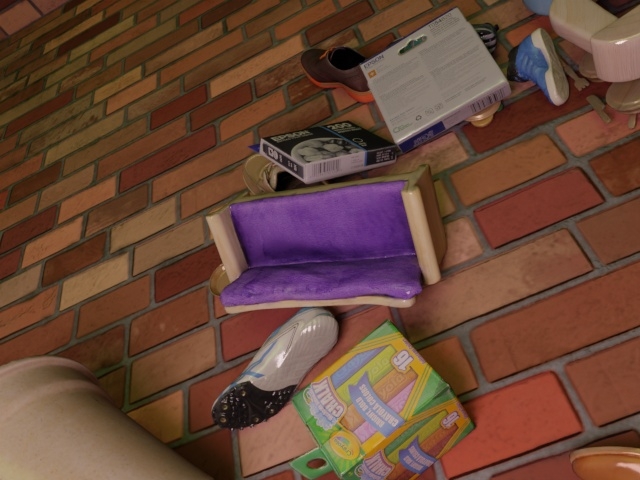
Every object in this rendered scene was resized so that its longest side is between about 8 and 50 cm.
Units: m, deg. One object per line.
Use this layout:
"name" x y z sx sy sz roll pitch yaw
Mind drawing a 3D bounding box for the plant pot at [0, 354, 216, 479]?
"plant pot" -0.301 0.354 0.768 0.305 0.334 0.334 15 62 26

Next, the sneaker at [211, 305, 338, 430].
"sneaker" -0.069 0.192 0.914 0.237 0.085 0.086 -43 19 -5

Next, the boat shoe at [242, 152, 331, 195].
"boat shoe" -0.063 -0.114 1.142 0.109 0.098 0.302 -45 45 -10

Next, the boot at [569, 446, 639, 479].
"boot" 0.338 0.293 0.588 0.197 0.073 0.152 2 60 35

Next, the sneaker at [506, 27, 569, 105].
"sneaker" 0.378 -0.290 1.063 0.084 0.058 0.152 -31 62 45

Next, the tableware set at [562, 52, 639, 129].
"tableware set" 0.494 -0.264 0.983 0.128 0.039 0.194 -31 37 21

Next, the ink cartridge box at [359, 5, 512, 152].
"ink cartridge box" 0.207 -0.302 1.125 0.223 0.045 0.224 -27 57 15

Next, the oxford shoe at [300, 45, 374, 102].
"oxford shoe" 0.037 -0.390 1.313 0.097 0.098 0.271 -46 45 -11

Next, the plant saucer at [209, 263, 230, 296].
"plant saucer" -0.166 0.071 1.109 0.083 0.015 0.083 -16 47 18

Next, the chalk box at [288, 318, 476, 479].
"chalk box" 0.061 0.233 0.757 0.213 0.132 0.132 -40 44 -3

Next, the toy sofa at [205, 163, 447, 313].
"toy sofa" 0.000 0.000 0.932 0.362 0.150 0.177 -5 24 28

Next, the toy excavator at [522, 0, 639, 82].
"toy excavator" 0.458 -0.472 1.051 0.432 0.222 0.445 25 72 43

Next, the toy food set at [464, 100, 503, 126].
"toy food set" 0.291 -0.245 1.098 0.082 0.020 0.083 -47 45 -12

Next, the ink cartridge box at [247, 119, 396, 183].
"ink cartridge box" -0.001 -0.178 1.126 0.206 0.045 0.208 -17 34 -32

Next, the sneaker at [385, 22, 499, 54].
"sneaker" 0.248 -0.396 1.225 0.223 0.083 0.098 2 37 24
